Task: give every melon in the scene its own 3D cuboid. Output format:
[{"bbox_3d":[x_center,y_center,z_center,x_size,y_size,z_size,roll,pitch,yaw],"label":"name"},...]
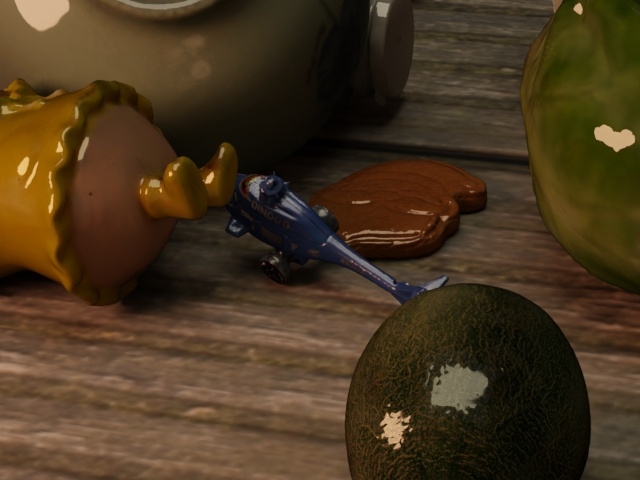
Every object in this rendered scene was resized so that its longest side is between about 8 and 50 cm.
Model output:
[{"bbox_3d":[0.068,0.085,0.809,0.114,0.114,0.167,1,25,9],"label":"melon"}]

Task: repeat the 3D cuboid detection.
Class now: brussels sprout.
[{"bbox_3d":[0.222,-0.069,1.001,0.244,0.244,0.244,-3,27,2],"label":"brussels sprout"}]

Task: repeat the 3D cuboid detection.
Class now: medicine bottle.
[{"bbox_3d":[-0.034,-0.150,1.282,0.191,0.107,0.107,5,29,17],"label":"medicine bottle"}]

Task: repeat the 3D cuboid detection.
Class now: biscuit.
[{"bbox_3d":[0.045,-0.022,1.120,0.102,0.019,0.130,16,34,35],"label":"biscuit"}]

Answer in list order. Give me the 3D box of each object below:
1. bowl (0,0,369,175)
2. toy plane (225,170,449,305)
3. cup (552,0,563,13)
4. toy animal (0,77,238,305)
[{"bbox_3d":[-0.102,-0.182,1.136,0.289,0.289,0.146,-8,-11,-8],"label":"bowl"},{"bbox_3d":[0.000,0.000,1.034,0.167,0.062,0.054,32,63,27],"label":"toy plane"},{"bbox_3d":[0.302,-0.212,1.233,0.274,0.253,0.253,-4,27,14],"label":"cup"},{"bbox_3d":[-0.166,-0.029,1.048,0.230,0.156,0.156,-3,25,24],"label":"toy animal"}]
